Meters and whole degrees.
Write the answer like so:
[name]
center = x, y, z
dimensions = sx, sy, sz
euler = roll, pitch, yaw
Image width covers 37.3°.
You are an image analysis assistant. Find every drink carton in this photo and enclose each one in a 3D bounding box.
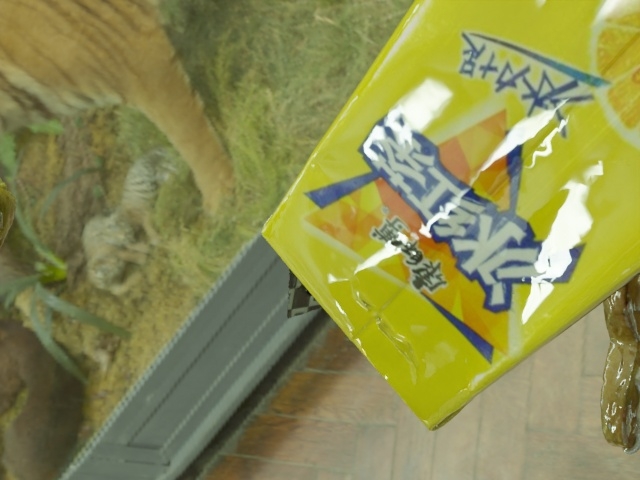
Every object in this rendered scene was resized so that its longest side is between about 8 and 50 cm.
[drink carton]
center = 0.112, -0.064, 0.421
dimensions = 0.154, 0.111, 0.351
euler = 49, 140, 10

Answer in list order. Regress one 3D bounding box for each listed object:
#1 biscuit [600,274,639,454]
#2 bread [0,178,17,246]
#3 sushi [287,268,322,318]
[biscuit]
center = 0.454, 0.090, 1.217
dimensions = 0.064, 0.432, 0.283
euler = 1, 95, 34
[bread]
center = -0.501, 0.026, 1.272
dimensions = 0.098, 0.087, 0.269
euler = 14, 68, 24
[sushi]
center = 0.000, 0.000, 1.344
dimensions = 0.031, 0.139, 0.201
euler = 26, 121, 44
